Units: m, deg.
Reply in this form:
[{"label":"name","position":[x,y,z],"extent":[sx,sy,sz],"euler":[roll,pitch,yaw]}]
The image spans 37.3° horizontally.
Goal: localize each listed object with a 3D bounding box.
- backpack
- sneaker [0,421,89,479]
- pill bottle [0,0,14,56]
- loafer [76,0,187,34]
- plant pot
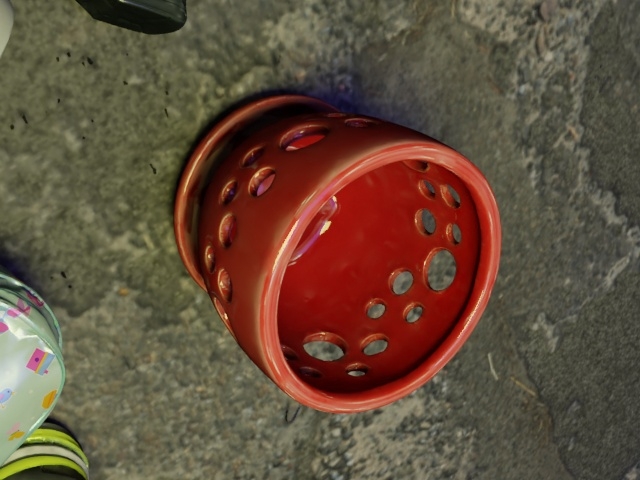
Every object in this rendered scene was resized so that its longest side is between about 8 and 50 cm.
[{"label":"backpack","position":[-0.240,0.096,0.577],"extent":[0.182,0.115,0.152],"euler":[-48,126,-11]},{"label":"sneaker","position":[-0.265,0.257,0.625],"extent":[0.300,0.121,0.111],"euler":[-46,128,-10]},{"label":"pill bottle","position":[-0.305,-0.170,0.356],"extent":[0.204,0.204,0.361],"euler":[-47,128,-9]},{"label":"loafer","position":[-0.155,-0.176,0.560],"extent":[0.170,0.062,0.061],"euler":[13,80,-41]},{"label":"plant pot","position":[0.000,0.000,0.662],"extent":[0.191,0.174,0.191],"euler":[-14,117,-30]}]
